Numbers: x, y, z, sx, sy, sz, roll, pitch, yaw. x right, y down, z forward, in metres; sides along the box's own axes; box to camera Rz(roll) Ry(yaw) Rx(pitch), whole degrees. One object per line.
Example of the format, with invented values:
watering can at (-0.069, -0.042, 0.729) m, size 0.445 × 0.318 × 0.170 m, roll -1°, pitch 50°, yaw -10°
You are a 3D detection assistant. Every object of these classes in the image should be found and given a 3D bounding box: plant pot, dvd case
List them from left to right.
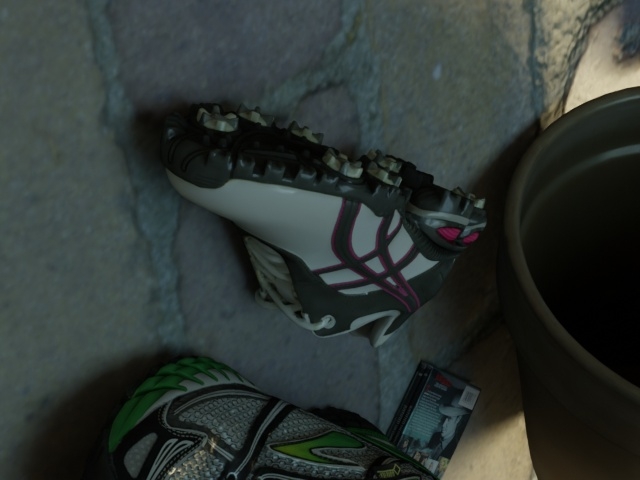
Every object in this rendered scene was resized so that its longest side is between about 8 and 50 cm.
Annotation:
dvd case at (0.074, 0.155, 1.102) m, size 0.087 × 0.013 × 0.119 m, roll 27°, pitch 89°, yaw -54°
plant pot at (0.275, 0.088, 1.113) m, size 0.323 × 0.323 × 0.280 m, roll -40°, pitch 154°, yaw -31°

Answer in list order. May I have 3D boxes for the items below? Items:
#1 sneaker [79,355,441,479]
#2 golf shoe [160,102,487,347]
sneaker at (-0.012, 0.158, 0.883) m, size 0.343 × 0.146 × 0.134 m, roll 14°, pitch 97°, yaw -53°
golf shoe at (0.000, 0.000, 0.851) m, size 0.273 × 0.105 × 0.120 m, roll 17°, pitch 103°, yaw -53°
